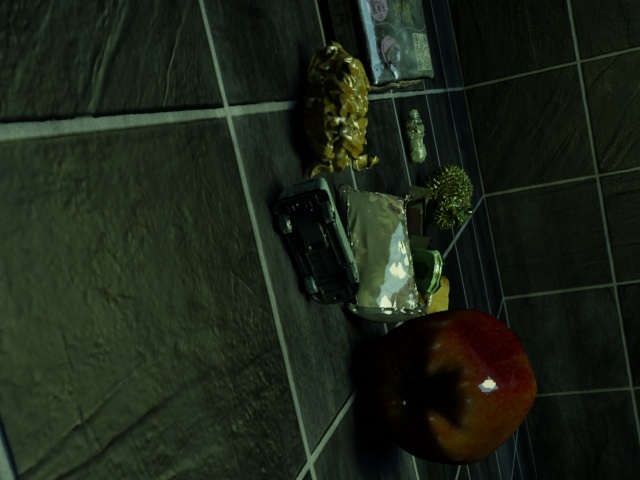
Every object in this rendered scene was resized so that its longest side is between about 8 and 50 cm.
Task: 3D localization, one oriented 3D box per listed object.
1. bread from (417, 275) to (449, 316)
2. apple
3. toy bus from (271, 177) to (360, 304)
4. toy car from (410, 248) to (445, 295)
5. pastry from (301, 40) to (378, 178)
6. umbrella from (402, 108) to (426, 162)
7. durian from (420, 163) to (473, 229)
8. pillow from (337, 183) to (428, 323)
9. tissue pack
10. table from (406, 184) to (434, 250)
[{"bbox_3d":[0.242,0.127,1.652,0.211,0.083,0.114,23,73,-69],"label":"bread"},{"bbox_3d":[0.229,0.262,1.298,0.317,0.288,0.288,12,70,-56],"label":"apple"},{"bbox_3d":[0.000,0.000,1.076,0.089,0.087,0.194,-84,155,-59],"label":"toy bus"},{"bbox_3d":[0.160,0.055,1.383,0.058,0.186,0.093,9,90,-37],"label":"toy car"},{"bbox_3d":[0.030,-0.210,1.222,0.154,0.102,0.250,55,30,-52],"label":"pastry"},{"bbox_3d":[0.255,-0.279,1.922,0.067,0.062,0.144,-19,105,-50],"label":"umbrella"},{"bbox_3d":[0.345,-0.112,1.981,0.159,0.146,0.198,75,19,-65],"label":"durian"},{"bbox_3d":[0.107,0.025,1.310,0.059,0.169,0.255,139,-50,-66],"label":"pillow"},{"bbox_3d":[0.114,-0.489,1.467,0.259,0.122,0.361,-22,102,-50],"label":"tissue pack"},{"bbox_3d":[0.215,-0.016,1.679,0.175,0.062,0.146,107,-9,-53],"label":"table"}]
